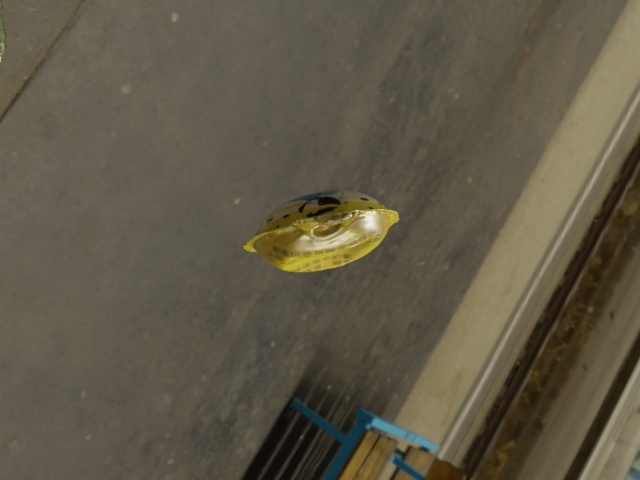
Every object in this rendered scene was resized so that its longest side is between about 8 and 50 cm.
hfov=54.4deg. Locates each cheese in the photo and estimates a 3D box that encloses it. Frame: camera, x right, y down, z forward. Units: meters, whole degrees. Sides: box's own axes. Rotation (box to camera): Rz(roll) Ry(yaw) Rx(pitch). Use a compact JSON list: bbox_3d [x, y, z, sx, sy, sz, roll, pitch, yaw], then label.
[{"bbox_3d":[0.000,0.000,0.644,0.250,0.157,0.064,95,-15,-77],"label":"cheese"}]

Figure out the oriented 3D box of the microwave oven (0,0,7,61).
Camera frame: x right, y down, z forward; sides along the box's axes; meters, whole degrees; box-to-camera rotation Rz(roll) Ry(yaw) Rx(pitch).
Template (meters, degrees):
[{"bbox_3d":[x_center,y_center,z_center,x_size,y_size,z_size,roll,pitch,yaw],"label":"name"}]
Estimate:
[{"bbox_3d":[-0.379,-0.154,0.489,0.205,0.129,0.163,16,117,-38],"label":"microwave oven"}]
